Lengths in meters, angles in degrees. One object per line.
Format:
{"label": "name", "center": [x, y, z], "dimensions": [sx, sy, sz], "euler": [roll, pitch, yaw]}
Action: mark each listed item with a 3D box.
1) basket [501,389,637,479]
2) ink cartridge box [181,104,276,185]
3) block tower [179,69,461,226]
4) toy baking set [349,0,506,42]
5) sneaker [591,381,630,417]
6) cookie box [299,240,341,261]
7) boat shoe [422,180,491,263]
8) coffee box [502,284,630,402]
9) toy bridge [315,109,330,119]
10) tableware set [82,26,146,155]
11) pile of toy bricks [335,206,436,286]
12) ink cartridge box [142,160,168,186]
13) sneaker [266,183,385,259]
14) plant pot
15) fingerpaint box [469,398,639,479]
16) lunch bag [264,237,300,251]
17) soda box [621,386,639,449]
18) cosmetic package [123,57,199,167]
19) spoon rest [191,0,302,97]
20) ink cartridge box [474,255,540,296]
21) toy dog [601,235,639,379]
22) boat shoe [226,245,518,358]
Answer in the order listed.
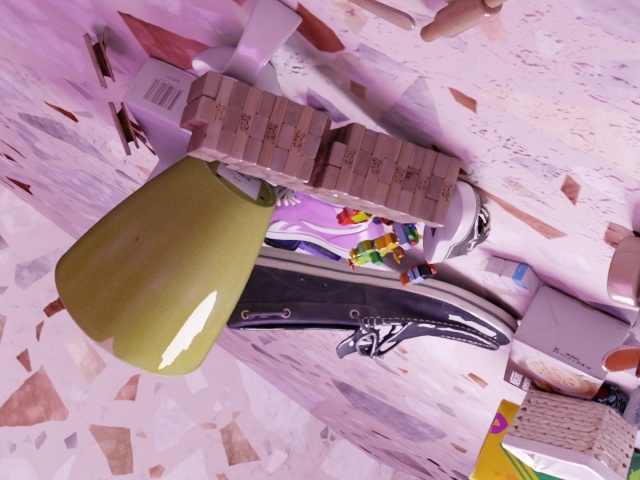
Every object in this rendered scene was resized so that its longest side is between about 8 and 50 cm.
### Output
{"label": "basket", "center": [0.382, 0.302, 1.616], "dimensions": [0.167, 0.103, 0.113], "euler": [7, 155, 49]}
{"label": "ink cartridge box", "center": [-0.091, -0.136, 1.491], "dimensions": [0.209, 0.062, 0.109], "euler": [30, -170, -14]}
{"label": "block tower", "center": [-0.002, -0.104, 1.297], "dimensions": [0.335, 0.091, 0.097], "euler": [18, 174, -19]}
{"label": "toy baking set", "center": [0.069, -0.259, 0.990], "dimensions": [0.197, 0.030, 0.256], "euler": [37, 163, -11]}
{"label": "sneaker", "center": [0.487, 0.277, 1.781], "dimensions": [0.162, 0.063, 0.073], "euler": [28, 161, 11]}
{"label": "cookie box", "center": [0.000, 0.000, 1.872], "dimensions": [0.092, 0.040, 0.107], "euler": [30, 164, -1]}
{"label": "boat shoe", "center": [0.187, -0.027, 1.410], "dimensions": [0.070, 0.077, 0.219], "euler": [-6, 165, -6]}
{"label": "coffee box", "center": [0.366, 0.173, 1.615], "dimensions": [0.141, 0.098, 0.246], "euler": [27, 164, 14]}
{"label": "toy bridge", "center": [0.028, -0.122, 1.479], "dimensions": [0.063, 0.026, 0.188], "euler": [16, 159, 46]}
{"label": "tableware set", "center": [-0.309, -0.226, 1.621], "dimensions": [0.128, 0.039, 0.194], "euler": [-138, 29, -75]}
{"label": "pile of toy bricks", "center": [0.084, 0.011, 1.512], "dimensions": [0.212, 0.105, 0.118], "euler": [33, -144, -69]}
{"label": "ink cartridge box", "center": [-0.250, -0.046, 1.883], "dimensions": [0.154, 0.212, 0.093], "euler": [19, 163, 36]}
{"label": "sneaker", "center": [-0.036, -0.075, 1.640], "dimensions": [0.282, 0.102, 0.161], "euler": [14, 151, 30]}
{"label": "plant pot", "center": [-0.207, 0.006, 1.612], "dimensions": [0.275, 0.293, 0.275], "euler": [33, -157, -16]}
{"label": "fingerpaint box", "center": [0.531, 0.457, 1.893], "dimensions": [0.371, 0.163, 0.445], "euler": [20, 174, 36]}
{"label": "lunch bag", "center": [-0.057, -0.035, 1.776], "dimensions": [0.067, 0.098, 0.065], "euler": [18, 152, 5]}
{"label": "soda box", "center": [0.541, 0.261, 1.576], "dimensions": [0.098, 0.091, 0.286], "euler": [29, 164, 3]}
{"label": "cosmetic package", "center": [-0.209, -0.175, 1.654], "dimensions": [0.117, 0.085, 0.231], "euler": [27, 166, 15]}
{"label": "spoon rest", "center": [-0.094, -0.212, 1.326], "dimensions": [0.137, 0.084, 0.276], "euler": [33, 163, -5]}
{"label": "ink cartridge box", "center": [0.271, 0.050, 1.546], "dimensions": [0.083, 0.028, 0.048], "euler": [16, 158, 43]}
{"label": "toy dog", "center": [0.435, 0.140, 1.273], "dimensions": [0.334, 0.161, 0.220], "euler": [42, 161, -33]}
{"label": "boat shoe", "center": [0.075, 0.127, 1.772], "dimensions": [0.500, 0.156, 0.187], "euler": [11, 168, 4]}
